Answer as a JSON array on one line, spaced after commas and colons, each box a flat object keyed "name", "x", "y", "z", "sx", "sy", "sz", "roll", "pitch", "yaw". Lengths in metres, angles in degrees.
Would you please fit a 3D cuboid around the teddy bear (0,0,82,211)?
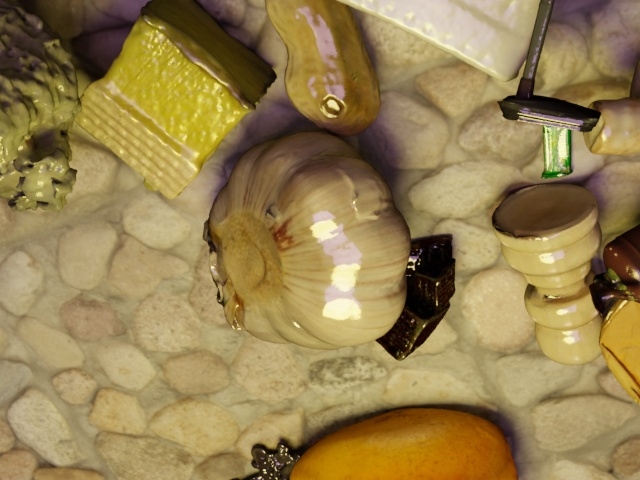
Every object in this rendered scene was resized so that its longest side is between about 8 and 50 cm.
[{"name": "teddy bear", "x": -0.434, "y": -0.152, "z": 1.319, "sx": 0.357, "sy": 0.224, "sz": 0.368, "roll": 46, "pitch": 148, "yaw": 22}]

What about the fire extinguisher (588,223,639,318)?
[{"name": "fire extinguisher", "x": 0.485, "y": -0.002, "z": 1.319, "sx": 0.341, "sy": 0.141, "sz": 0.105, "roll": -31, "pitch": 98, "yaw": -3}]

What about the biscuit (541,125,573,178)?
[{"name": "biscuit", "x": 0.323, "y": -0.126, "z": 1.401, "sx": 0.046, "sy": 0.016, "sz": 0.089, "roll": -3, "pitch": 115, "yaw": 10}]

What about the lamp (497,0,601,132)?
[{"name": "lamp", "x": 0.322, "y": -0.261, "z": 1.212, "sx": 0.124, "sy": 0.203, "sz": 0.283, "roll": 28, "pitch": 106, "yaw": 10}]

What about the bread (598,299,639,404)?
[{"name": "bread", "x": 0.465, "y": 0.158, "z": 1.357, "sx": 0.114, "sy": 0.190, "sz": 0.132, "roll": 23, "pitch": 115, "yaw": -27}]

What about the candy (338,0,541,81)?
[{"name": "candy", "x": 0.123, "y": -0.365, "z": 1.241, "sx": 0.358, "sy": 0.145, "sz": 0.208, "roll": 24, "pitch": 115, "yaw": -5}]

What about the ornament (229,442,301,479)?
[{"name": "ornament", "x": -0.074, "y": 0.471, "z": 1.696, "sx": 0.251, "sy": 0.106, "sz": 0.260, "roll": -31, "pitch": 96, "yaw": 35}]

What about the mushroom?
[{"name": "mushroom", "x": 0.447, "y": -0.160, "z": 1.262, "sx": 0.209, "sy": 0.206, "sz": 0.206, "roll": 6, "pitch": 122, "yaw": -33}]

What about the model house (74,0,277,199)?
[{"name": "model house", "x": -0.206, "y": -0.180, "z": 1.355, "sx": 0.193, "sy": 0.175, "sz": 0.234, "roll": 38, "pitch": 111, "yaw": -12}]

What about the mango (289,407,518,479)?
[{"name": "mango", "x": 0.127, "y": 0.356, "z": 1.567, "sx": 0.349, "sy": 0.199, "sz": 0.201, "roll": -1, "pitch": 75, "yaw": -1}]

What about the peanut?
[{"name": "peanut", "x": -0.001, "y": -0.243, "z": 1.335, "sx": 0.120, "sy": 0.110, "sz": 0.236, "roll": -18, "pitch": 111, "yaw": 25}]

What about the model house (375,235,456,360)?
[{"name": "model house", "x": 0.129, "y": 0.082, "z": 1.455, "sx": 0.106, "sy": 0.152, "sz": 0.165, "roll": 22, "pitch": 118, "yaw": -10}]

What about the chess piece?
[{"name": "chess piece", "x": 0.335, "y": 0.060, "z": 1.437, "sx": 0.142, "sy": 0.143, "sz": 0.261, "roll": -12, "pitch": 121, "yaw": 13}]

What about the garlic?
[{"name": "garlic", "x": -0.012, "y": 0.002, "z": 1.372, "sx": 0.321, "sy": 0.241, "sz": 0.322, "roll": 18, "pitch": 131, "yaw": 22}]
